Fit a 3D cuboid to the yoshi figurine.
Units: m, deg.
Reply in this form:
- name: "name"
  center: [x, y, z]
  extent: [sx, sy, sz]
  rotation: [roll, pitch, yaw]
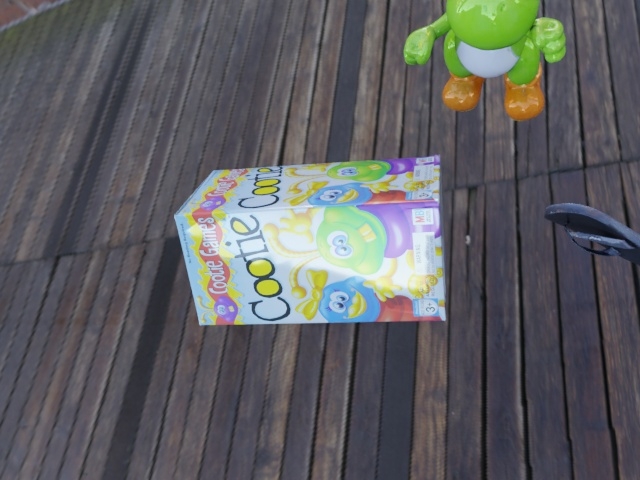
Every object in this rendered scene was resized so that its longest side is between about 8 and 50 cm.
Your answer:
- name: "yoshi figurine"
  center: [0.232, -0.281, 0.940]
  extent: [0.204, 0.362, 0.203]
  rotation: [-33, 63, 0]

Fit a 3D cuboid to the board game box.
- name: "board game box"
  center: [0.000, 0.000, 0.771]
  extent: [0.275, 0.144, 0.142]
  rotation: [-3, 25, 12]

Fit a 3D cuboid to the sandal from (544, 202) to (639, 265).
- name: "sandal"
  center: [0.533, 0.003, 1.250]
  extent: [0.255, 0.097, 0.054]
  rotation: [27, 78, 8]
